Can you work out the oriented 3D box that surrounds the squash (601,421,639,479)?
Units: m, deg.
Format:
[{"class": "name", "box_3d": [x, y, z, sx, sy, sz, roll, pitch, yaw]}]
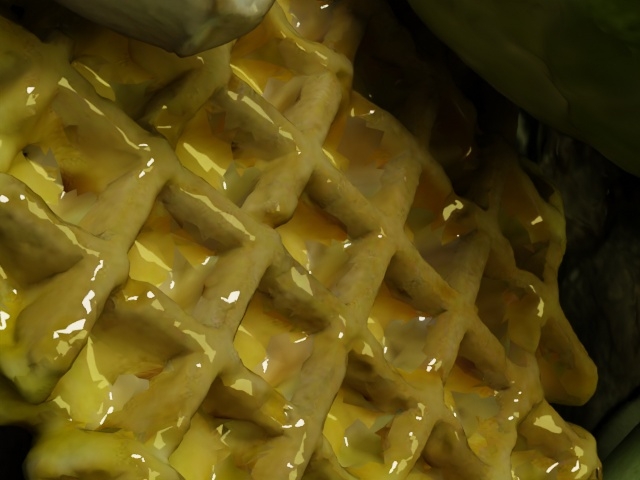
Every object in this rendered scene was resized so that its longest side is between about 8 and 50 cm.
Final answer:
[{"class": "squash", "box_3d": [0.211, 0.075, 0.626, 0.370, 0.118, 0.118, -45, 120, -14]}]

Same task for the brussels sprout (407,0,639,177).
[{"class": "brussels sprout", "box_3d": [0.148, -0.154, 0.516, 0.316, 0.274, 0.243, 36, 18, -26]}]

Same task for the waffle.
[{"class": "waffle", "box_3d": [-0.007, 0.000, 0.526, 0.329, 0.062, 0.329, 22, 59, -43]}]

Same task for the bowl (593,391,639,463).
[{"class": "bowl", "box_3d": [0.288, 0.268, 0.743, 0.434, 0.196, 0.435, 9, 78, -47]}]

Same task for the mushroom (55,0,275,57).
[{"class": "mushroom", "box_3d": [-0.131, -0.099, 0.375, 0.278, 0.099, 0.096, 0, 64, -32]}]
